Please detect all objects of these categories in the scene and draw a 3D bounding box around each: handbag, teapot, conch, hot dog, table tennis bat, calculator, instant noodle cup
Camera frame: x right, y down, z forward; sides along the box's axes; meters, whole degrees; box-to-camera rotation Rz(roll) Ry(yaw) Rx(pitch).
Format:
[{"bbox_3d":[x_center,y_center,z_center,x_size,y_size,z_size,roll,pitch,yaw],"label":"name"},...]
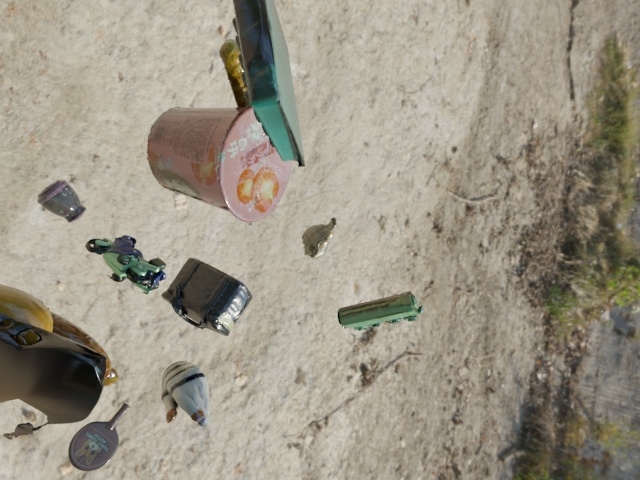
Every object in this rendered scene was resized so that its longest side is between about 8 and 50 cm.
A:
[{"bbox_3d":[-0.361,0.188,1.332,0.182,0.254,0.181,-57,161,-22],"label":"handbag"},{"bbox_3d":[-0.920,-0.127,1.487,0.146,0.148,0.116,55,28,-30],"label":"teapot"},{"bbox_3d":[0.000,0.000,1.608,0.129,0.207,0.156,29,34,-29],"label":"conch"},{"bbox_3d":[-0.408,0.133,0.527,0.107,0.325,0.194,-77,-173,-61],"label":"hot dog"},{"bbox_3d":[-0.573,0.508,1.088,0.107,0.119,0.170,43,49,-10],"label":"table tennis bat"},{"bbox_3d":[-0.084,-0.276,0.681,0.248,0.058,0.275,52,27,-79],"label":"calculator"},{"bbox_3d":[-0.220,-0.177,0.899,0.243,0.231,0.243,-38,135,-52],"label":"instant noodle cup"},{"bbox_3d":[-0.159,-0.316,0.964,0.289,0.068,0.083,78,9,-48],"label":"hot dog"}]

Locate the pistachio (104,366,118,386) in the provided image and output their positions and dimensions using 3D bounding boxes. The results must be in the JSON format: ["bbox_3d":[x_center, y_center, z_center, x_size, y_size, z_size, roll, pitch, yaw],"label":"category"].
[{"bbox_3d":[-0.607,0.345,1.100,0.049,0.089,0.173,-93,164,-54],"label":"pistachio"}]

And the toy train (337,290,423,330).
[{"bbox_3d":[0.103,0.128,0.732,0.071,0.147,0.038,42,38,-50],"label":"toy train"}]

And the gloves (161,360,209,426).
[{"bbox_3d":[-0.403,0.461,1.269,0.139,0.218,0.132,5,98,-37],"label":"gloves"}]

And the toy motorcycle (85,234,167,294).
[{"bbox_3d":[-0.767,0.076,1.676,0.125,0.330,0.196,-64,165,21],"label":"toy motorcycle"}]
